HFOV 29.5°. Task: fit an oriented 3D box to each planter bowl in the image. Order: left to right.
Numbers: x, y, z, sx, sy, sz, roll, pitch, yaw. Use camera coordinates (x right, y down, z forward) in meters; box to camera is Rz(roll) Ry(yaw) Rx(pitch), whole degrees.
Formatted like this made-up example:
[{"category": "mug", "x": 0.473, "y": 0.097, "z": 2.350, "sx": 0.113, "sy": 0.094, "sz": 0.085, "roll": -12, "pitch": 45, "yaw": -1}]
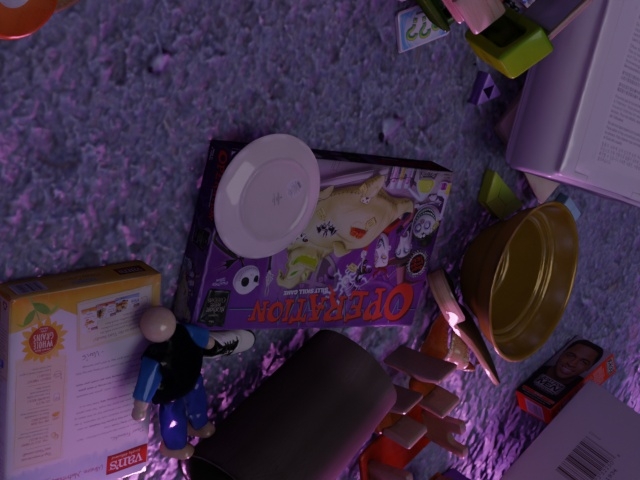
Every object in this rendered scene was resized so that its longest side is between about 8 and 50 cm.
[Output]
[{"category": "planter bowl", "x": 0.247, "y": 0.044, "z": 1.602, "sx": 0.217, "sy": 0.090, "sz": 0.217, "roll": -22, "pitch": 120, "yaw": -45}]

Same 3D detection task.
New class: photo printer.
[{"category": "photo printer", "x": 0.372, "y": -0.212, "z": 1.552, "sx": 0.256, "sy": 0.107, "sz": 0.307, "roll": 11, "pitch": 96, "yaw": -45}]

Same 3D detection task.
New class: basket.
[{"category": "basket", "x": -0.030, "y": 0.226, "z": 1.414, "sx": 0.227, "sy": 0.154, "sz": 0.204, "roll": -45, "pitch": 175, "yaw": -25}]

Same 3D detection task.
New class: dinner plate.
[{"category": "dinner plate", "x": -0.052, "y": -0.045, "z": 1.299, "sx": 0.141, "sy": 0.017, "sz": 0.141, "roll": -20, "pitch": 122, "yaw": -35}]

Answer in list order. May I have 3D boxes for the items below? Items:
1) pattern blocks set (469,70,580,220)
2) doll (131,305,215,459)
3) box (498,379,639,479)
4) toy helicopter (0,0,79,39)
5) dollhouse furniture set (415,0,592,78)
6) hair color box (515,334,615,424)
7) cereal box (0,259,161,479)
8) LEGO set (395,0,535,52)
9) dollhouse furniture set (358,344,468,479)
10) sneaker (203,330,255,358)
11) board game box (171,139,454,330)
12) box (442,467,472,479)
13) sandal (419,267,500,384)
[{"category": "pattern blocks set", "x": 0.306, "y": -0.153, "z": 1.615, "sx": 0.325, "sy": 0.026, "sz": 0.285, "roll": 33, "pitch": 87, "yaw": -45}, {"category": "doll", "x": -0.156, "y": 0.148, "z": 1.280, "sx": 0.129, "sy": 0.046, "sz": 0.189, "roll": -42, "pitch": 140, "yaw": -39}, {"category": "box", "x": 0.413, "y": 0.401, "z": 1.819, "sx": 0.215, "sy": 0.168, "sz": 0.345, "roll": -45, "pitch": 147, "yaw": -14}, {"category": "toy helicopter", "x": -0.260, "y": -0.349, "z": 0.955, "sx": 0.235, "sy": 0.140, "sz": 0.355, "roll": -38, "pitch": 128, "yaw": -25}, {"category": "dollhouse furniture set", "x": 0.142, "y": -0.341, "z": 1.235, "sx": 0.151, "sy": 0.197, "sz": 0.301, "roll": -42, "pitch": 127, "yaw": 1}, {"category": "hair color box", "x": 0.365, "y": 0.208, "z": 1.806, "sx": 0.141, "sy": 0.072, "sz": 0.043, "roll": -37, "pitch": 130, "yaw": -24}, {"category": "cereal box", "x": -0.254, "y": 0.148, "z": 1.253, "sx": 0.173, "sy": 0.047, "sz": 0.240, "roll": -9, "pitch": 116, "yaw": -40}, {"category": "LEGO set", "x": 0.192, "y": -0.330, "z": 1.409, "sx": 0.244, "sy": 0.060, "sz": 0.182, "roll": -24, "pitch": 125, "yaw": -28}, {"category": "dollhouse furniture set", "x": 0.068, "y": 0.299, "z": 1.579, "sx": 0.259, "sy": 0.135, "sz": 0.262, "roll": -35, "pitch": 130, "yaw": -38}, {"category": "sneaker", "x": -0.114, "y": 0.118, "z": 1.365, "sx": 0.109, "sy": 0.044, "sz": 0.040, "roll": -1, "pitch": 109, "yaw": -43}, {"category": "board game box", "x": 0.000, "y": 0.000, "z": 1.408, "sx": 0.347, "sy": 0.056, "sz": 0.208, "roll": 1, "pitch": 113, "yaw": -42}, {"category": "box", "x": 0.161, "y": 0.500, "z": 1.776, "sx": 0.201, "sy": 0.057, "sz": 0.293, "roll": -33, "pitch": 128, "yaw": -26}, {"category": "sandal", "x": 0.163, "y": 0.125, "z": 1.601, "sx": 0.079, "sy": 0.088, "sz": 0.240, "roll": -23, "pitch": 138, "yaw": 9}]
